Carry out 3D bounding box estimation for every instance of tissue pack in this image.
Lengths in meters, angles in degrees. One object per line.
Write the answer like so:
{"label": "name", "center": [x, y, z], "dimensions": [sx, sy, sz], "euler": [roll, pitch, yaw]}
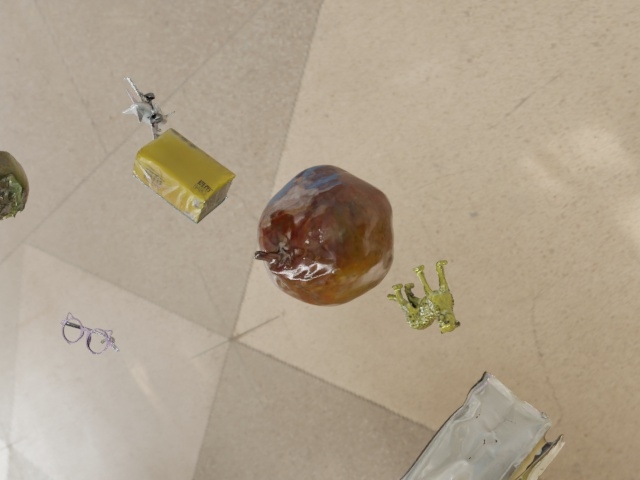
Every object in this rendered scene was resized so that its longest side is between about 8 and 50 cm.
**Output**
{"label": "tissue pack", "center": [-0.268, -0.130, 1.571], "dimensions": [0.169, 0.120, 0.082], "euler": [37, 134, 6]}

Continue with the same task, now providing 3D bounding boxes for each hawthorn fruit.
{"label": "hawthorn fruit", "center": [0.015, -0.005, 1.714], "dimensions": [0.308, 0.325, 0.308], "euler": [1, 111, 2]}

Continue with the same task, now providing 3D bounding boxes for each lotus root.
{"label": "lotus root", "center": [-0.687, -0.091, 1.693], "dimensions": [0.078, 0.183, 0.203], "euler": [31, 165, 18]}

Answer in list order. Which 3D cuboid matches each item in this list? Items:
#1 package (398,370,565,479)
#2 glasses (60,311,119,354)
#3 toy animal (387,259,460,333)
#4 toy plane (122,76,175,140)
{"label": "package", "center": [0.279, 0.423, 1.393], "dimensions": [0.165, 0.311, 0.221], "euler": [25, 139, 35]}
{"label": "glasses", "center": [-0.474, 0.203, 1.711], "dimensions": [0.140, 0.104, 0.062], "euler": [18, 90, 24]}
{"label": "toy animal", "center": [0.195, 0.129, 1.520], "dimensions": [0.181, 0.073, 0.136], "euler": [-43, 58, 54]}
{"label": "toy plane", "center": [-0.365, -0.271, 1.704], "dimensions": [0.065, 0.171, 0.162], "euler": [-25, 82, 16]}
